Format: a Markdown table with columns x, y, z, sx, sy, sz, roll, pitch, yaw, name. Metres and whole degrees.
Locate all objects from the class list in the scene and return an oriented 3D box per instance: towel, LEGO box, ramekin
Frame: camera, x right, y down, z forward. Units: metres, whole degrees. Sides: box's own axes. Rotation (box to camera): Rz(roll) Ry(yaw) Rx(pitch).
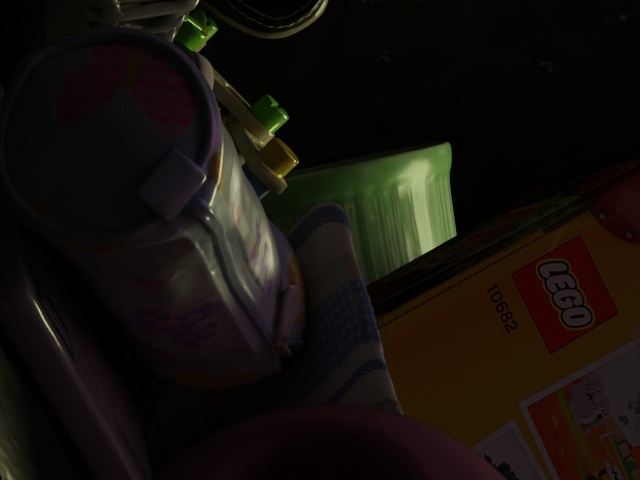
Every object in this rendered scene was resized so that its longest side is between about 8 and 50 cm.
| x | y | z | sx | sy | sz | roll | pitch | yaw | name |
| --- | --- | --- | --- | --- | --- | --- | --- | --- | --- |
| -0.023 | 0.133 | 1.119 | 0.034 | 0.209 | 0.285 | 24 | 32 | -31 | towel |
| 0.176 | 0.247 | 1.483 | 0.500 | 0.372 | 0.193 | 64 | -22 | -3 | LEGO box |
| 0.000 | 0.000 | 1.997 | 0.303 | 0.303 | 0.148 | -95 | 173 | -87 | ramekin |

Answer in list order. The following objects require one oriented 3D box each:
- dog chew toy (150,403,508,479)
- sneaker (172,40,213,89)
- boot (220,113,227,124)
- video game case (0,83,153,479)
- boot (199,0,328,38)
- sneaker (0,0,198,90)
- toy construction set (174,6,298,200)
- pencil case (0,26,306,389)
| x | y | z | sx | sy | sz | roll | pitch | yaw | name |
| --- | --- | --- | --- | --- | --- | --- | --- | --- | --- |
| 0.014 | 0.228 | 0.865 | 0.207 | 0.206 | 0.332 | -109 | -174 | -47 | dog chew toy |
| -0.154 | -0.069 | 1.457 | 0.121 | 0.079 | 0.217 | 29 | 53 | -36 | sneaker |
| -0.125 | -0.121 | 1.980 | 0.152 | 0.073 | 0.197 | 36 | 17 | -2 | boot |
| -0.142 | 0.031 | 1.040 | 0.212 | 0.023 | 0.193 | 68 | 2 | -46 | video game case |
| -0.112 | -0.340 | 1.614 | 0.377 | 0.138 | 0.284 | 58 | -4 | -5 | boot |
| -0.111 | -0.113 | 1.079 | 0.290 | 0.106 | 0.123 | -11 | -91 | 65 | sneaker |
| -0.120 | -0.122 | 1.691 | 0.215 | 0.151 | 0.327 | 45 | -5 | -6 | toy construction set |
| -0.082 | -0.006 | 1.020 | 0.124 | 0.113 | 0.273 | 53 | -5 | 23 | pencil case |
